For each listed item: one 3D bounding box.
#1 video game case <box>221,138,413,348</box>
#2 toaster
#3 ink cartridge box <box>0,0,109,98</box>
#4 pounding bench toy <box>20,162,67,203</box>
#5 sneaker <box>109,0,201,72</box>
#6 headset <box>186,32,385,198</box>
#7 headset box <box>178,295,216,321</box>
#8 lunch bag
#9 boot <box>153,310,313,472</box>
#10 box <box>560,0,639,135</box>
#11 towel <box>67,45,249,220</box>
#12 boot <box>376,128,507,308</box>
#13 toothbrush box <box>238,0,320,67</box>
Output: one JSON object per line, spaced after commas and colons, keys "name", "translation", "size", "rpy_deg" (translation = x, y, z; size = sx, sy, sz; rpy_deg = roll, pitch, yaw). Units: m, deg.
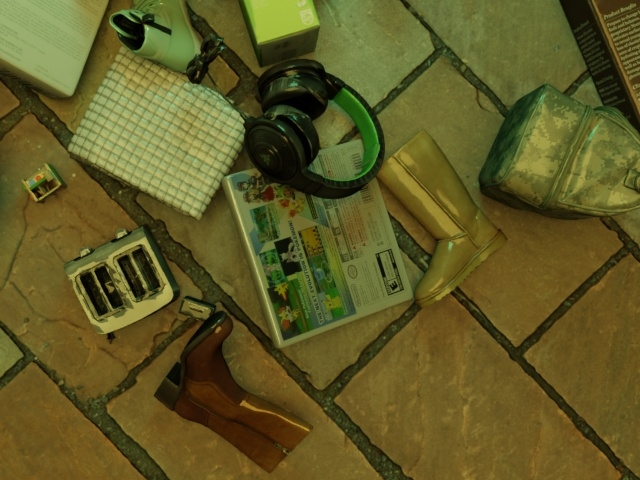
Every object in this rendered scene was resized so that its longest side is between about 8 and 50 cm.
{"name": "video game case", "translation": [0.000, 0.000, 1.640], "size": [0.300, 0.036, 0.329], "rpy_deg": [-18, 91, -25]}
{"name": "toaster", "translation": [-0.366, 0.080, 1.627], "size": [0.168, 0.110, 0.186], "rpy_deg": [-26, 92, -3]}
{"name": "ink cartridge box", "translation": [-0.521, -0.491, 1.550], "size": [0.308, 0.091, 0.385], "rpy_deg": [28, 74, -47]}
{"name": "pounding bench toy", "translation": [-0.523, -0.106, 1.631], "size": [0.065, 0.083, 0.052], "rpy_deg": [-35, 92, -4]}
{"name": "sneaker", "translation": [-0.319, -0.419, 1.576], "size": [0.094, 0.151, 0.256], "rpy_deg": [-45, 59, 26]}
{"name": "headset", "translation": [-0.050, -0.233, 1.553], "size": [0.394, 0.185, 0.243], "rpy_deg": [22, 57, -18]}
{"name": "headset box", "translation": [-0.232, 0.130, 1.648], "size": [0.062, 0.083, 0.032], "rpy_deg": [19, 88, -3]}
{"name": "lunch bag", "translation": [0.451, -0.136, 1.591], "size": [0.256, 0.305, 0.212], "rpy_deg": [26, 91, 0]}
{"name": "boot", "translation": [-0.140, 0.285, 1.603], "size": [0.280, 0.096, 0.264], "rpy_deg": [34, 116, -2]}
{"name": "box", "translation": [0.629, -0.354, 1.683], "size": [0.191, 0.143, 0.381], "rpy_deg": [-22, 93, -3]}
{"name": "towel", "translation": [-0.293, -0.194, 1.630], "size": [0.283, 0.121, 0.235], "rpy_deg": [27, 80, -8]}
{"name": "boot", "translation": [0.196, -0.039, 1.681], "size": [0.236, 0.089, 0.269], "rpy_deg": [-41, 93, -14]}
{"name": "toothbrush box", "translation": [-0.101, -0.485, 1.600], "size": [0.122, 0.206, 0.283], "rpy_deg": [-17, 91, -3]}
